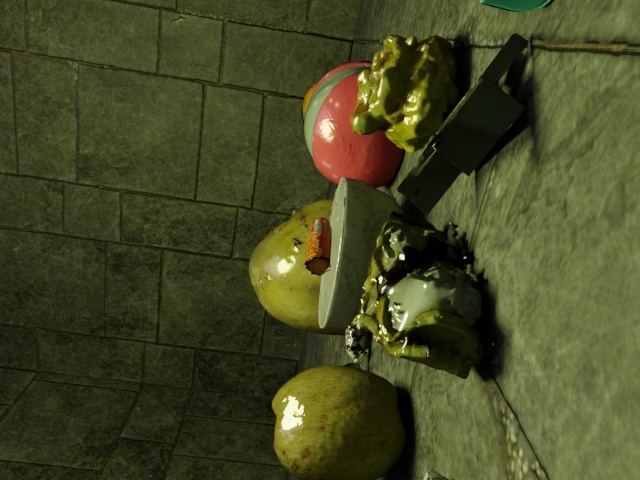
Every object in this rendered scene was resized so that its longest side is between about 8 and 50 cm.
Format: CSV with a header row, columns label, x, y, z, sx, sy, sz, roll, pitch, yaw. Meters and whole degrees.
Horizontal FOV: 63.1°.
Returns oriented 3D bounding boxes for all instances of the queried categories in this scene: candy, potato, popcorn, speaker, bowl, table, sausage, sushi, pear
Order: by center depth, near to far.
label,x,y,z,sx,sy,sz,roll,pitch,yaw
table,0.175,-0.130,0.614,0.175,0.062,0.146,-50,-3,-14
sushi,0.116,0.053,0.654,0.290,0.139,0.131,-86,14,-57
popcorn,0.134,-0.239,0.835,0.197,0.156,0.197,-160,90,-89
pear,0.023,0.301,0.856,0.228,0.212,0.188,113,163,-76
sausage,0.000,0.000,0.948,0.145,0.048,0.050,-83,9,-52
bowl,0.087,0.031,0.976,0.287,0.144,0.286,-172,90,-85
candy,0.078,0.211,1.187,0.051,0.094,0.226,137,139,-53
speaker,0.095,-0.259,1.204,0.294,0.295,0.293,-172,90,-86
potato,-0.036,0.061,1.453,0.442,0.320,0.384,146,131,-80

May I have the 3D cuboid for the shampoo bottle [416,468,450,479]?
label,x,y,z,sx,sy,sz,roll,pitch,yaw
shampoo bottle,0.112,0.348,0.658,0.056,0.056,0.195,-89,8,-57

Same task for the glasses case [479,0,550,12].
label,x,y,z,sx,sy,sz,roll,pitch,yaw
glasses case,0.226,-0.394,0.517,0.117,0.070,0.300,151,129,-77

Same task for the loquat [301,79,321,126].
label,x,y,z,sx,sy,sz,roll,pitch,yaw
loquat,0.054,-0.395,1.630,0.235,0.235,0.234,-172,90,-86
